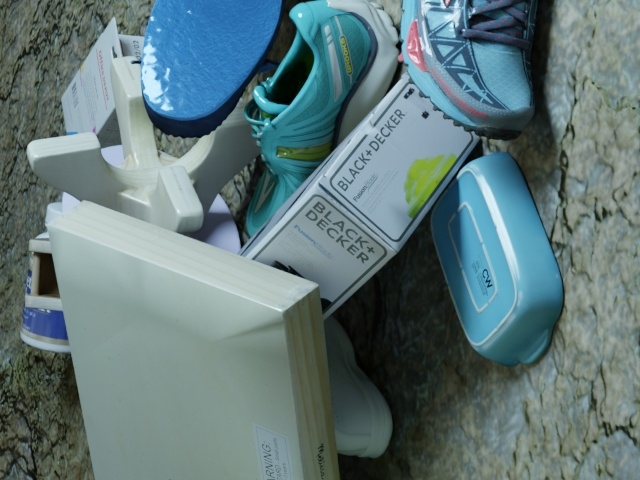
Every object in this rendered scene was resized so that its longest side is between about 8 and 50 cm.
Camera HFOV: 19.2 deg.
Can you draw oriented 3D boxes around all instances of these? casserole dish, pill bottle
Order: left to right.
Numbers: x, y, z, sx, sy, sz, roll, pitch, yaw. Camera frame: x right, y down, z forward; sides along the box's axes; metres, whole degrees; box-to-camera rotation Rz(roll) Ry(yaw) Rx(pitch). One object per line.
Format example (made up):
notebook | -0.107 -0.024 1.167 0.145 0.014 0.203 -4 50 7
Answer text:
pill bottle | -0.306 0.044 2.282 0.094 0.094 0.169 29 113 59
casserole dish | 0.137 0.014 1.539 0.114 0.037 0.188 -54 43 46

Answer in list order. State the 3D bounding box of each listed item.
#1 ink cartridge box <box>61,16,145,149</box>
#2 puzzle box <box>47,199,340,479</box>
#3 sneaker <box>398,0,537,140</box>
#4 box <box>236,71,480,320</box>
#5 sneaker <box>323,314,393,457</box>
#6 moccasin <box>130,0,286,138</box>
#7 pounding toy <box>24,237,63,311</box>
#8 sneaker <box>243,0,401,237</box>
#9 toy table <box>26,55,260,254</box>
ink cartridge box | -0.240 -0.170 2.215 0.181 0.062 0.104 -47 48 50
puzzle box | -0.102 0.180 1.685 0.272 0.052 0.409 19 129 33
sneaker | 0.124 -0.207 1.512 0.125 0.104 0.261 -45 50 48
box | 0.000 0.000 1.638 0.290 0.087 0.169 -46 5 48
sneaker | -0.016 0.124 1.748 0.212 0.094 0.080 48 130 53
moccasin | -0.081 -0.226 1.835 0.117 0.138 0.342 97 -168 -58
pounding toy | -0.238 0.008 2.100 0.269 0.154 0.154 10 97 61
sneaker | -0.024 -0.112 1.766 0.107 0.110 0.275 59 138 45
toy table | -0.173 -0.054 1.923 0.274 0.252 0.161 49 146 38
